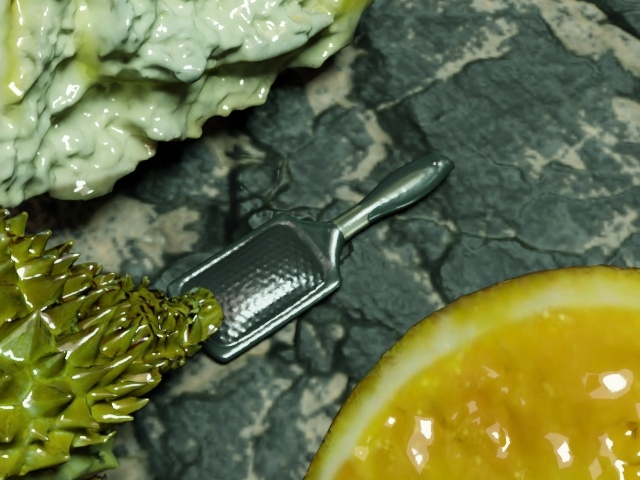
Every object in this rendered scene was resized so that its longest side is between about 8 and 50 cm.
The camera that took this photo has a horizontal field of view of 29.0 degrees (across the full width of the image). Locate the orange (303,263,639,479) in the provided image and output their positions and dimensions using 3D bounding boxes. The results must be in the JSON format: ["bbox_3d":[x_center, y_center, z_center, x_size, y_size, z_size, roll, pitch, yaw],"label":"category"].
[{"bbox_3d":[0.110,0.174,0.530,0.274,0.274,0.310,-8,107,-4],"label":"orange"}]

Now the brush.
[{"bbox_3d":[0.000,0.000,0.741,0.193,0.016,0.063,-33,69,-15],"label":"brush"}]

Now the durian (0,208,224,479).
[{"bbox_3d":[-0.204,0.057,0.633,0.306,0.166,0.172,-2,67,-3],"label":"durian"}]

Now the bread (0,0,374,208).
[{"bbox_3d":[-0.135,-0.198,0.718,0.315,0.211,0.270,-30,55,-25],"label":"bread"}]

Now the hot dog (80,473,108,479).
[{"bbox_3d":[-0.102,0.203,0.619,0.108,0.059,0.191,-37,67,-22],"label":"hot dog"}]
